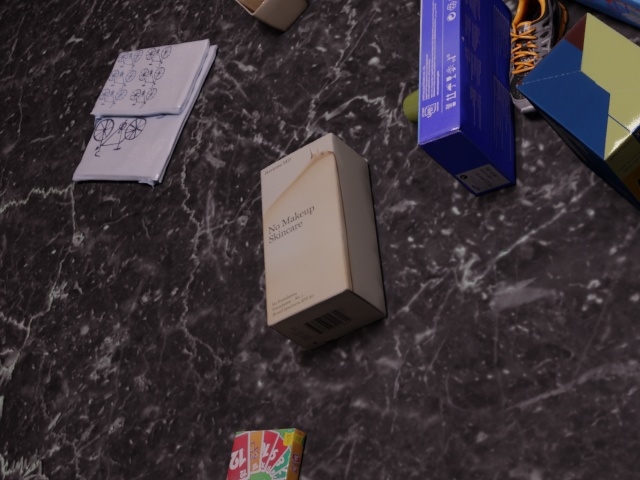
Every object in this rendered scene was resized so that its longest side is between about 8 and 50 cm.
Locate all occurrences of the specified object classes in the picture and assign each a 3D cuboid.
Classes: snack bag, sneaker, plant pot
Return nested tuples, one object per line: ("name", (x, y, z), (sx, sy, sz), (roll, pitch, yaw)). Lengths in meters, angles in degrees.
("snack bag", (-0.392, -0.272, 2.286), (0.323, 0.037, 0.342), (4, 67, 43))
("sneaker", (0.322, -0.293, 1.630), (0.084, 0.083, 0.215), (-9, 59, 36))
("plant pot", (0.178, -0.222, 1.723), (0.079, 0.083, 0.083), (-12, 56, 50))
("plant pot", (-0.090, -0.479, 2.106), (0.109, 0.096, 0.109), (-48, 42, 7))

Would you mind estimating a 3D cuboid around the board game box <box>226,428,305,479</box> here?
("board game box", (-0.098, 0.411, 1.584), (0.124, 0.039, 0.259), (-11, 60, 38))

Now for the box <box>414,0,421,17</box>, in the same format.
("box", (0.241, -0.497, 1.854), (0.191, 0.045, 0.184), (-31, 44, 31))

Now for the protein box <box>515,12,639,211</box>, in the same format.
("protein box", (0.399, -0.151, 1.380), (0.136, 0.201, 0.200), (-46, 43, 9))

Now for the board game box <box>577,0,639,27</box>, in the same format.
("board game box", (0.489, -0.474, 1.549), (0.308, 0.086, 0.302), (35, 89, 35))

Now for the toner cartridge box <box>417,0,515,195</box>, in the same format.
("toner cartridge box", (0.226, -0.258, 1.632), (0.075, 0.165, 0.348), (-18, 53, 33))

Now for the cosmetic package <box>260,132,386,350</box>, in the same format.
("cosmetic package", (0.000, 0.000, 1.705), (0.160, 0.113, 0.309), (-27, 49, 26))
